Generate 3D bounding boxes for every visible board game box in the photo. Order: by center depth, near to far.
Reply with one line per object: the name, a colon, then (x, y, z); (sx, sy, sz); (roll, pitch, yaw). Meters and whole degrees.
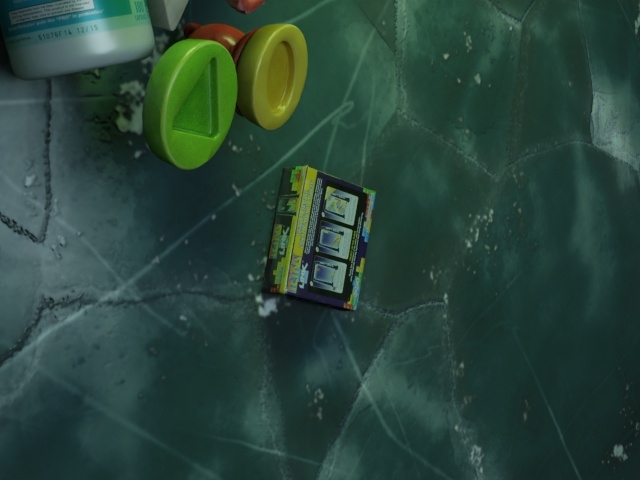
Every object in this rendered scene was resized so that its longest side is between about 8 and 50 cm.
board game box: (0.000, 0.000, 1.306); (0.141, 0.048, 0.170); (18, 79, -42)

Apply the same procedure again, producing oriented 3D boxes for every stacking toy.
stacking toy: (-0.136, -0.237, 1.017); (0.279, 0.130, 0.309); (-46, 145, -46)

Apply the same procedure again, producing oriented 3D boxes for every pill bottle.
pill bottle: (-0.259, -0.298, 0.961); (0.146, 0.146, 0.264); (-23, 108, -43)
